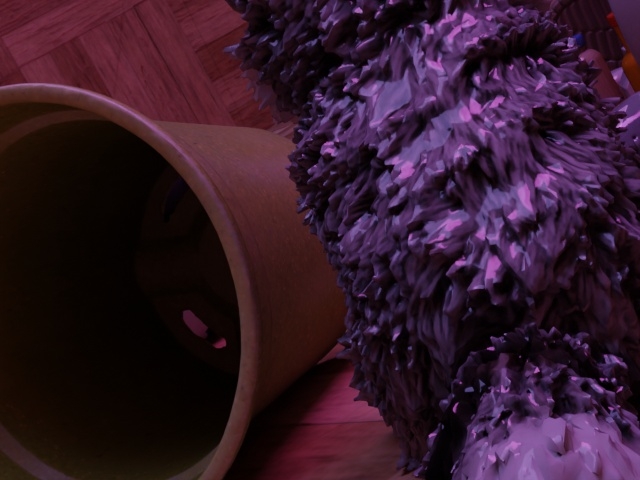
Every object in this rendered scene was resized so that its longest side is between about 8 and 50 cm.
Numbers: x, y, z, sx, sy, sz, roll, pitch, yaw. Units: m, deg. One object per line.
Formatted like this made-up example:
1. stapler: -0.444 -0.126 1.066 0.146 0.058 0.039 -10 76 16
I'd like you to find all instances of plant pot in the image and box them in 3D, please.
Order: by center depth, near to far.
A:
1. plant pot: -0.102 0.029 1.133 0.276 0.276 0.254 -25 -3 28

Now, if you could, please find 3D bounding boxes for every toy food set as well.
1. toy food set: 0.219 -0.126 1.405 0.111 0.104 0.232 -28 8 6

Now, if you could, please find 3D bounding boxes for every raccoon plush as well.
1. raccoon plush: 0.067 -0.058 0.808 0.216 0.299 0.446 -29 8 -2

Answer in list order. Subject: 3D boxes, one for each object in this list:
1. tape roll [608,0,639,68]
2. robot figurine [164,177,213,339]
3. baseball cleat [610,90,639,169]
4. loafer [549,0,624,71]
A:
1. tape roll: 0.280 -0.171 0.980 0.169 0.246 0.246 -23 10 36
2. robot figurine: -0.179 0.042 1.526 0.278 0.173 0.209 -35 17 -36
3. baseball cleat: 0.182 -0.028 1.124 0.206 0.072 0.109 -34 22 0
4. loafer: 0.347 -0.235 1.707 0.269 0.102 0.092 -14 13 30
